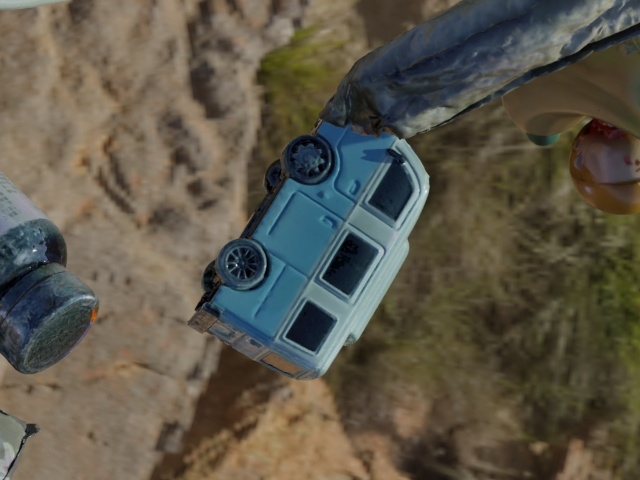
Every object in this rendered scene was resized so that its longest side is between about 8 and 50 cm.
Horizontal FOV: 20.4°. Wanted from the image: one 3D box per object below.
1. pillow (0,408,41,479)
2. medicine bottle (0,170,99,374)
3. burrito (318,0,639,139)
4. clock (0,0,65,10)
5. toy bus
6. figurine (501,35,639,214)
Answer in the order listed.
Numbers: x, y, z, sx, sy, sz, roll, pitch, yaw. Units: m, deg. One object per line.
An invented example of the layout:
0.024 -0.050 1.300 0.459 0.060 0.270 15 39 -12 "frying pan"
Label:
-0.422 0.189 1.832 0.255 0.169 0.059 32 121 -14 "pillow"
-0.339 -0.005 1.676 0.141 0.141 0.293 -40 69 -21 "medicine bottle"
0.085 -0.090 0.752 0.188 0.045 0.058 -27 138 13 "burrito"
-0.204 -0.282 1.193 0.324 0.265 0.109 -22 57 -31 "clock"
0.000 0.000 1.785 0.164 0.133 0.271 33 75 -4 "toy bus"
0.297 -0.130 1.840 0.124 0.324 0.222 -21 116 -21 "figurine"
